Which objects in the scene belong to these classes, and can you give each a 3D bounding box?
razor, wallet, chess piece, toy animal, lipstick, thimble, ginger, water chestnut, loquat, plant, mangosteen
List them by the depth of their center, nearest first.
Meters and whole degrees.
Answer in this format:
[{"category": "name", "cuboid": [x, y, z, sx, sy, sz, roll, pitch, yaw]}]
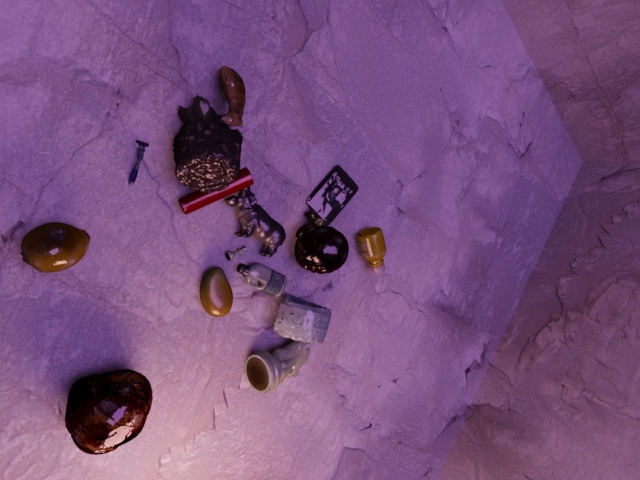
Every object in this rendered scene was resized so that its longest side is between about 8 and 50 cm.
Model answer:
[{"category": "loquat", "cuboid": [-0.801, 0.017, 1.385, 0.195, 0.152, 0.152, -27, 112, -33]}, {"category": "water chestnut", "cuboid": [-0.684, 0.558, 1.479, 0.289, 0.289, 0.244, -22, 114, -32]}, {"category": "razor", "cuboid": [-0.622, -0.263, 1.543, 0.044, 0.028, 0.154, 18, 86, -37]}, {"category": "plant", "cuboid": [-0.398, -0.341, 1.593, 0.215, 0.213, 0.312, 14, 49, -38]}, {"category": "ginger", "cuboid": [-0.312, -0.506, 1.610, 0.086, 0.294, 0.131, -14, 142, 8]}, {"category": "lipstick", "cuboid": [-0.382, -0.181, 1.663, 0.280, 0.073, 0.073, -28, 113, -14]}, {"category": "toy animal", "cuboid": [-0.265, -0.088, 1.786, 0.168, 0.106, 0.343, -43, 116, -23]}, {"category": "chess piece", "cuboid": [-0.327, 0.047, 1.801, 0.093, 0.042, 0.042, -26, 111, -36]}, {"category": "thimble", "cuboid": [-0.076, 0.331, 1.922, 0.250, 0.205, 0.171, 20, 84, -31]}, {"category": "mangosteen", "cuboid": [0.000, 0.000, 1.936, 0.232, 0.231, 0.288, 8, 69, -37]}, {"category": "chess piece", "cuboid": [-0.160, 0.525, 1.944, 0.298, 0.176, 0.175, -10, 103, -48]}, {"category": "wallet", "cuboid": [0.056, -0.200, 2.040, 0.245, 0.052, 0.168, -50, 118, -17]}]

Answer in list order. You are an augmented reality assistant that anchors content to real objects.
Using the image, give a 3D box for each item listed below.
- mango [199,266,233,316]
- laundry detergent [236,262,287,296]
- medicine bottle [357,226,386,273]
[{"category": "mango", "cuboid": [-0.397, 0.197, 1.739, 0.130, 0.092, 0.194, 1, 92, -35]}, {"category": "laundry detergent", "cuboid": [-0.243, 0.151, 1.857, 0.226, 0.070, 0.099, 29, 86, -36]}, {"category": "medicine bottle", "cuboid": [0.255, 0.052, 2.175, 0.122, 0.122, 0.212, -26, 112, -31]}]
